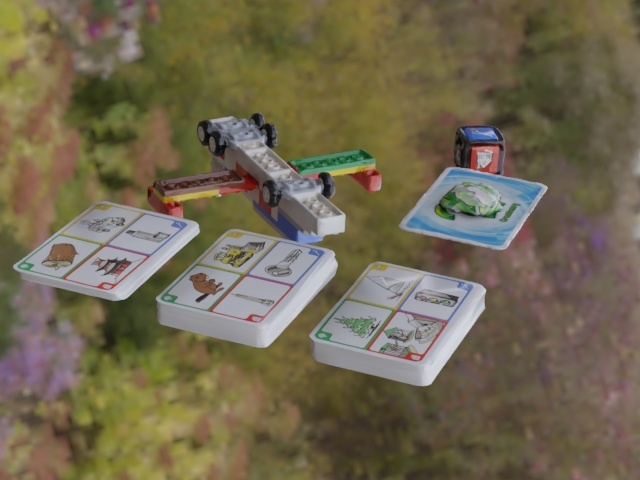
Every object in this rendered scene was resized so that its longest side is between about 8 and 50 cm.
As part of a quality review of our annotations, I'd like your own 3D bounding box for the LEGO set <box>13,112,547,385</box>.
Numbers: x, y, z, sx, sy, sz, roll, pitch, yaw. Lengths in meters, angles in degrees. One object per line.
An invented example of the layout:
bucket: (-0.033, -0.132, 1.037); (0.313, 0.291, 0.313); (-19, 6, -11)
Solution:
LEGO set: (0.000, 0.000, 0.820); (0.244, 0.182, 0.060); (-48, 146, -57)
